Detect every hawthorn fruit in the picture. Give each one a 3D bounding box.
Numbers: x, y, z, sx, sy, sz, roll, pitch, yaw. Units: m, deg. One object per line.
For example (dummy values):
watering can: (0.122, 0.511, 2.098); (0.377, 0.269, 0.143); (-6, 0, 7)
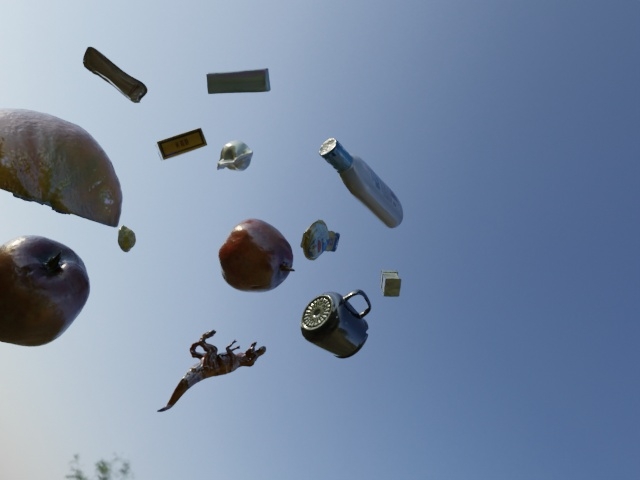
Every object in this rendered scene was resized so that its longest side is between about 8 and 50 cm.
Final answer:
hawthorn fruit: (-0.701, 0.117, 1.357); (0.301, 0.268, 0.267); (-33, -86, 32)
hawthorn fruit: (-0.215, 0.072, 2.012); (0.298, 0.277, 0.276); (20, -46, 26)

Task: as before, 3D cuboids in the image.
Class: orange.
orange: (-0.521, -0.114, 1.027); (0.274, 0.274, 0.310); (2, -48, 48)

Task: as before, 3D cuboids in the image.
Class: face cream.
face cream: (0.119, -0.169, 1.583); (0.080, 0.163, 0.337); (-34, -47, 20)

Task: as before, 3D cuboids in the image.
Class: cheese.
cheese: (0.000, 0.000, 2.317); (0.069, 0.270, 0.176); (17, -83, 32)

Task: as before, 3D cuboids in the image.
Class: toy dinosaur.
toy dinosaur: (-0.418, 0.444, 2.007); (0.208, 0.433, 0.097); (54, -23, 28)

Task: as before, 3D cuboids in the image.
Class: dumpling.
dumpling: (-0.346, -0.320, 2.165); (0.124, 0.151, 0.229); (58, -12, -15)

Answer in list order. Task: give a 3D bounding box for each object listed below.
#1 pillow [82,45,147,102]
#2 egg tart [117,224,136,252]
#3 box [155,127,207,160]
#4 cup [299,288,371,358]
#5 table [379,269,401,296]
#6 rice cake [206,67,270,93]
pillow: (-0.708, -0.565, 1.898); (0.233, 0.038, 0.131); (36, -32, -22)
egg tart: (-0.685, -0.006, 1.958); (0.039, 0.105, 0.105); (-1, -53, 5)
box: (-0.606, -0.413, 2.381); (0.083, 0.193, 0.301); (70, -14, -13)
cup: (0.063, 0.241, 1.645); (0.176, 0.223, 0.169); (44, 14, -30)
table: (0.265, 0.160, 2.091); (0.083, 0.063, 0.079); (-101, -166, -65)
rice cake: (-0.287, -0.552, 1.913); (0.222, 0.042, 0.080); (-2, -56, 3)
